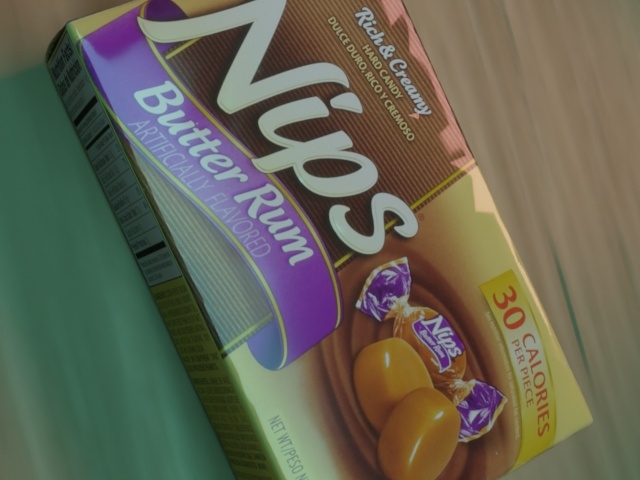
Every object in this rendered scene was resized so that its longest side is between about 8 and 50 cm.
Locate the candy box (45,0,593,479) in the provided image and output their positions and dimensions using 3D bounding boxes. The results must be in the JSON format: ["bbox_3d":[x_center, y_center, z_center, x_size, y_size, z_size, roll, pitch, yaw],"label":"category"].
[{"bbox_3d":[0.000,0.000,0.414,0.109,0.053,0.186,-25,94,-21],"label":"candy box"}]
